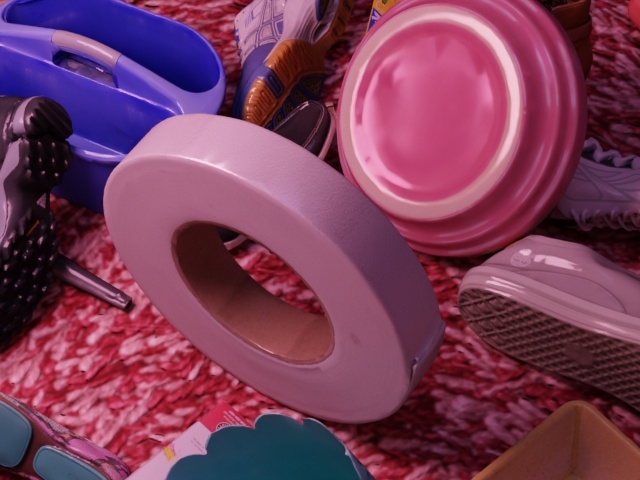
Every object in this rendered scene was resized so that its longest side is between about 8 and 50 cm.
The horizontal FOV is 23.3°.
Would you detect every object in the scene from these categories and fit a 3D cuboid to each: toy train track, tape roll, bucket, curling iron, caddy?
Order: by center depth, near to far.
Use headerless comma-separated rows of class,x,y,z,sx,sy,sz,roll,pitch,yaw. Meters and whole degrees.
bucket,-0.027,0.322,1.469,0.281,0.183,0.281,-21,47,24
tape roll,-0.052,0.036,1.623,0.392,0.392,0.072,27,57,19
curling iron,-0.334,0.005,1.862,0.274,0.035,0.068,32,60,22
caddy,-0.279,-0.184,1.916,0.341,0.179,0.241,21,55,15
toy train track,0.021,-0.149,1.991,0.048,0.014,0.083,-13,55,-9

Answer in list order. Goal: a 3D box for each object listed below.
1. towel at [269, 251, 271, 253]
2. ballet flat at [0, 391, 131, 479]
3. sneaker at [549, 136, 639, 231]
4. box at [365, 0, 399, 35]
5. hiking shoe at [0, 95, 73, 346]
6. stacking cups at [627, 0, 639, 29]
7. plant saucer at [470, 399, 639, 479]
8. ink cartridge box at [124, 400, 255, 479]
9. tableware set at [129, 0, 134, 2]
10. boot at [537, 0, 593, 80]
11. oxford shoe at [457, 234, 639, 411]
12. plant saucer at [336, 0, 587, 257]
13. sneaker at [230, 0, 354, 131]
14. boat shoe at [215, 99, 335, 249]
towel,0.000,0.000,1.871,0.119,0.029,0.067,11,54,7
ballet flat,-0.303,0.219,1.681,0.221,0.077,0.079,28,15,6
sneaker,0.349,-0.052,1.872,0.292,0.110,0.118,25,64,27
box,0.091,-0.273,2.054,0.054,0.059,0.169,7,53,8
hiking shoe,-0.377,-0.023,1.797,0.132,0.113,0.304,13,88,31
stacking cups,0.506,-0.217,1.990,0.096,0.096,0.316,-25,57,-17
plant saucer,0.260,0.372,1.563,0.333,0.081,0.333,-35,61,-23
ink cartridge box,-0.123,0.275,1.639,0.175,0.072,0.127,-37,62,-24
tableware set,-0.312,-0.356,2.142,0.168,0.020,0.141,-35,63,-24
boot,0.197,-0.223,1.916,0.283,0.220,0.109,0,51,0
oxford shoe,0.368,0.111,1.710,0.449,0.169,0.130,25,56,23
plant saucer,0.146,-0.146,1.816,0.332,0.332,0.084,46,23,28
sneaker,-0.062,-0.243,2.023,0.131,0.112,0.296,4,51,30
boat shoe,-0.068,-0.092,1.884,0.084,0.079,0.233,25,64,41
